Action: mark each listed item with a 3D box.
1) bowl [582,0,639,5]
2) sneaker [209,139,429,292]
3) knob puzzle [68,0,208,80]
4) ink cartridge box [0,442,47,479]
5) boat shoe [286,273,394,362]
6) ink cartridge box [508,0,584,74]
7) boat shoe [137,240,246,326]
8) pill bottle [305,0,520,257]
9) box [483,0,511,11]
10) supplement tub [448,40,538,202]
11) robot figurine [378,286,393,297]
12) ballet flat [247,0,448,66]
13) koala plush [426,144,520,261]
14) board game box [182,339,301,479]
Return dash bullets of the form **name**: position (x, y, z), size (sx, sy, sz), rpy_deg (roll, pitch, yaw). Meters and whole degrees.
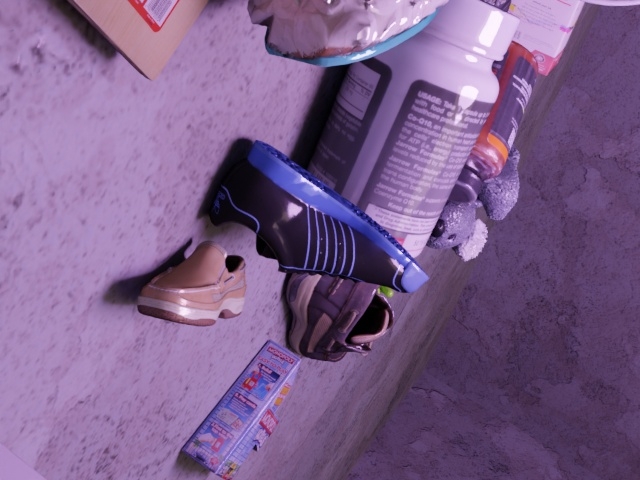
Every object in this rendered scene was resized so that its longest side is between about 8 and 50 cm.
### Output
- **bowl**: position (0.325, -0.420, 0.880), size (0.311, 0.311, 0.163), rpy_deg (-63, -177, 9)
- **sneaker**: position (0.000, 0.000, 0.749), size (0.090, 0.232, 0.081), rpy_deg (-51, -157, 9)
- **knob puzzle**: position (-0.084, -0.207, 0.417), size (0.213, 0.030, 0.213), rpy_deg (-52, 161, -25)
- **ink cartridge box**: position (-0.247, 0.365, 0.455), size (0.395, 0.285, 0.166), rpy_deg (-62, 162, 4)
- **boat shoe**: position (0.034, 0.123, 1.153), size (0.132, 0.130, 0.355), rpy_deg (-55, 163, -17)
- **ink cartridge box**: position (0.392, -0.407, 1.341), size (0.067, 0.115, 0.198), rpy_deg (-44, 158, -42)
- **boat shoe**: position (-0.112, 0.035, 0.709), size (0.190, 0.068, 0.072), rpy_deg (-1, 108, -82)
- **pill bottle**: position (0.094, -0.135, 0.839), size (0.161, 0.161, 0.283), rpy_deg (-25, 142, -63)
- **box**: position (0.203, -0.325, 1.025), size (0.231, 0.056, 0.183), rpy_deg (-49, 161, -36)
- **supplement tub**: position (0.193, -0.148, 0.956), size (0.106, 0.106, 0.198), rpy_deg (69, 43, -70)
- **robot figurine**: position (0.073, 0.097, 1.339), size (0.101, 0.067, 0.115), rpy_deg (-31, 161, -2)
- **ballet flat**: position (0.062, -0.265, 0.620), size (0.409, 0.147, 0.147), rpy_deg (-48, 161, -49)
- **koala plush**: position (0.228, -0.073, 1.314), size (0.203, 0.196, 0.221), rpy_deg (-56, 163, -51)
- **board game box**: position (-0.097, 0.249, 1.106), size (0.194, 0.060, 0.194), rpy_deg (-55, 163, -16)
